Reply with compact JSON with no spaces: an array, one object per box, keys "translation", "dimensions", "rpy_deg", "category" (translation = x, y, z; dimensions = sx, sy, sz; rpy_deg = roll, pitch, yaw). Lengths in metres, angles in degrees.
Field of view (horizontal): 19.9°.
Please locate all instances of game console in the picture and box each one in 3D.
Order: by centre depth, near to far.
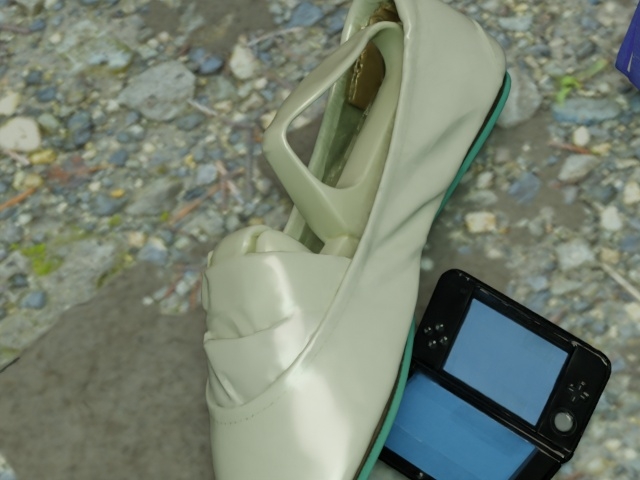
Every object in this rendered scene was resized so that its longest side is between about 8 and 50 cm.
[{"translation":[0.092,0.092,1.086],"dimensions":[0.122,0.107,0.071],"rpy_deg":[31,23,23],"category":"game console"}]

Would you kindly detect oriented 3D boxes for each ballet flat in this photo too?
[{"translation":[0.000,0.000,1.113],"dimensions":[0.139,0.139,0.400],"rpy_deg":[14,58,15],"category":"ballet flat"}]

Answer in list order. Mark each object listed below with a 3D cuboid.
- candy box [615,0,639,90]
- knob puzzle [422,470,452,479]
[{"translation":[0.395,-0.147,1.158],"dimensions":[0.317,0.122,0.268],"rpy_deg":[-41,71,-16],"category":"candy box"},{"translation":[0.033,0.238,1.027],"dimensions":[0.213,0.030,0.213],"rpy_deg":[-3,58,5],"category":"knob puzzle"}]
